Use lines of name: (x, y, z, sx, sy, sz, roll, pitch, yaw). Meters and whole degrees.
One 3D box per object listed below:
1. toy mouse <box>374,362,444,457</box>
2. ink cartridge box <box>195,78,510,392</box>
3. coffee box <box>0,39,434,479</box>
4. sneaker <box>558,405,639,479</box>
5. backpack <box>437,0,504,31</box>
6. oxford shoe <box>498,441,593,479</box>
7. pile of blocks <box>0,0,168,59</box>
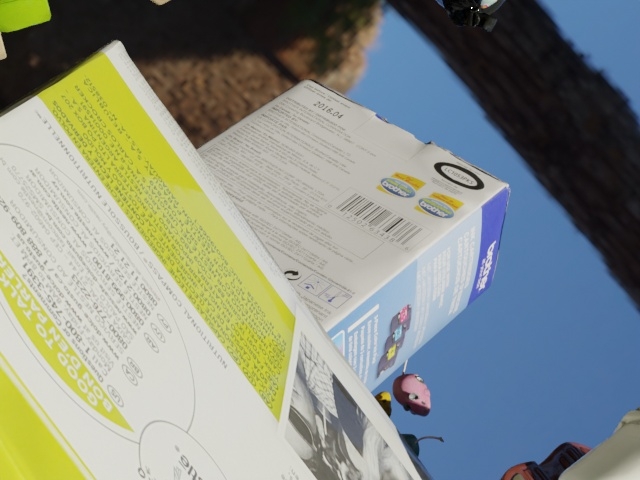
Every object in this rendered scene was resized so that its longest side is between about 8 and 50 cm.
toy mouse: (0.092, 0.213, 1.836, 0.143, 0.031, 0.161, 23, -86, 56)
ink cartridge box: (0.000, 0.000, 1.548, 0.270, 0.151, 0.395, 31, -132, 26)
coffee box: (-0.165, 0.156, 0.712, 0.337, 0.338, 0.334, -31, -170, 14)
sneaker: (0.203, 0.081, 0.823, 0.212, 0.094, 0.080, -19, -168, -26)
backpack: (0.128, -0.283, 1.356, 0.115, 0.152, 0.182, -52, 177, -18)
oxford shoe: (0.249, 0.304, 1.691, 0.130, 0.348, 0.123, -50, -120, 21)
pile of blocks: (-0.065, -0.176, 0.554, 0.362, 0.149, 0.113, -25, -110, 14)
